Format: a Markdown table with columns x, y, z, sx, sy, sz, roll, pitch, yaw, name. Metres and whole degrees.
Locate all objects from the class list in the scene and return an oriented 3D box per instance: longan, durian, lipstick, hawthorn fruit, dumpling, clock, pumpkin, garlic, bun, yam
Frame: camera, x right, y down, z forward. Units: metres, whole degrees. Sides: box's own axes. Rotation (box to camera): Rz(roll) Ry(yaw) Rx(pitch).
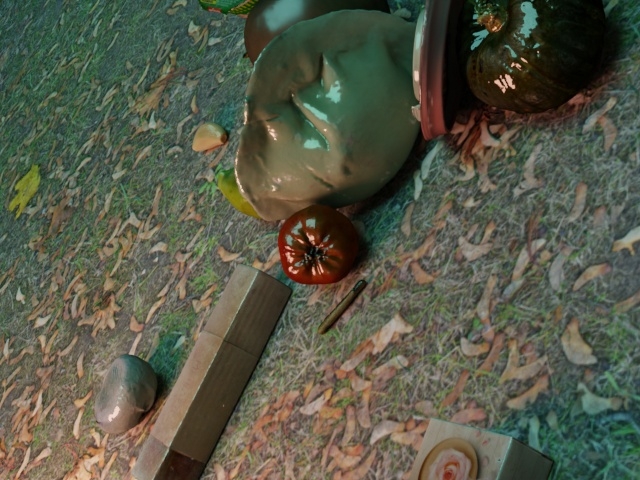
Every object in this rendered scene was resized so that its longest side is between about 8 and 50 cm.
| x | y | z | sx | sy | sz | roll | pitch | yaw | name |
| --- | --- | --- | --- | --- | --- | --- | --- | --- | --- |
| -0.005 | -0.350 | 1.849 | 0.248 | 0.248 | 0.248 | -33 | 41 | 33 | longan |
| -0.076 | -0.109 | 1.878 | 0.250 | 0.101 | 0.139 | -13 | 53 | 46 | durian |
| -0.169 | 0.219 | 1.753 | 0.076 | 0.080 | 0.371 | 14 | 74 | 57 | lipstick |
| -0.007 | 0.001 | 1.682 | 0.125 | 0.125 | 0.140 | -41 | 39 | 25 | hawthorn fruit |
| 0.007 | -0.182 | 1.709 | 0.212 | 0.270 | 0.320 | 144 | 144 | -74 | dumpling |
| 0.166 | -0.264 | 1.595 | 0.056 | 0.244 | 0.244 | 7 | 63 | 14 | clock |
| 0.275 | -0.277 | 1.503 | 0.224 | 0.157 | 0.223 | -29 | 54 | 49 | pumpkin |
| -0.216 | -0.206 | 2.199 | 0.083 | 0.041 | 0.053 | -7 | 62 | 41 | garlic |
| -0.330 | 0.268 | 1.921 | 0.141 | 0.083 | 0.141 | -44 | 31 | 36 | bun |
| 0.031 | 0.098 | 1.650 | 0.107 | 0.014 | 0.014 | -50 | 34 | 13 | yam |

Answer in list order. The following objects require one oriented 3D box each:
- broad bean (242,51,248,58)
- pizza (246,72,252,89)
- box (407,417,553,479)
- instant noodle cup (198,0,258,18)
| x | y | z | sx | sy | sz | roll | pitch | yaw | name |
| --- | --- | --- | --- | --- | --- | --- | --- | --- | --- |
| -0.072 | -0.438 | 2.203 | 0.227 | 0.039 | 0.069 | -42 | 30 | 24 | broad bean |
| -0.081 | -0.332 | 2.119 | 0.175 | 0.046 | 0.134 | -29 | 43 | 37 | pizza |
| 0.158 | 0.310 | 1.254 | 0.135 | 0.081 | 0.199 | 3 | 64 | 53 | box |
| -0.087 | -0.471 | 2.040 | 0.207 | 0.233 | 0.207 | -10 | 73 | 34 | instant noodle cup |
